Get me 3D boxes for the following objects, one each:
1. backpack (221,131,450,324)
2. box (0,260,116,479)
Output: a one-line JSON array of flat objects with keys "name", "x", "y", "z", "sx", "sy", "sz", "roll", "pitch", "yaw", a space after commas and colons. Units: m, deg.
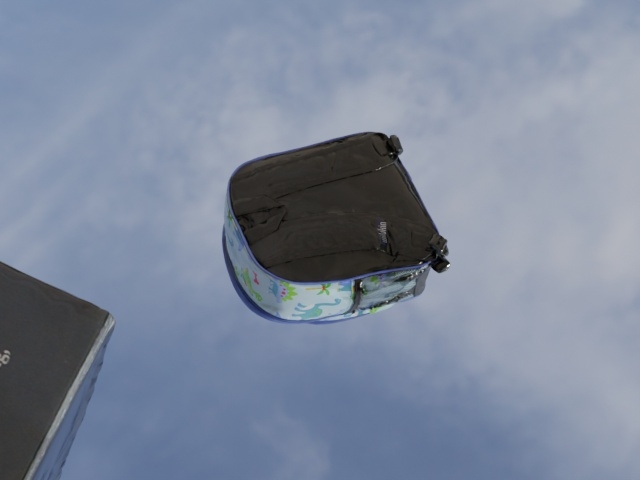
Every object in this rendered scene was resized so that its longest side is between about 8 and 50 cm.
[{"name": "backpack", "x": 0.000, "y": 0.000, "z": 0.776, "sx": 0.114, "sy": 0.084, "sz": 0.105, "roll": -11, "pitch": -121, "yaw": -21}, {"name": "box", "x": -0.347, "y": 0.113, "z": 0.623, "sx": 0.395, "sy": 0.212, "sz": 0.294, "roll": 26, "pitch": -129, "yaw": -4}]
